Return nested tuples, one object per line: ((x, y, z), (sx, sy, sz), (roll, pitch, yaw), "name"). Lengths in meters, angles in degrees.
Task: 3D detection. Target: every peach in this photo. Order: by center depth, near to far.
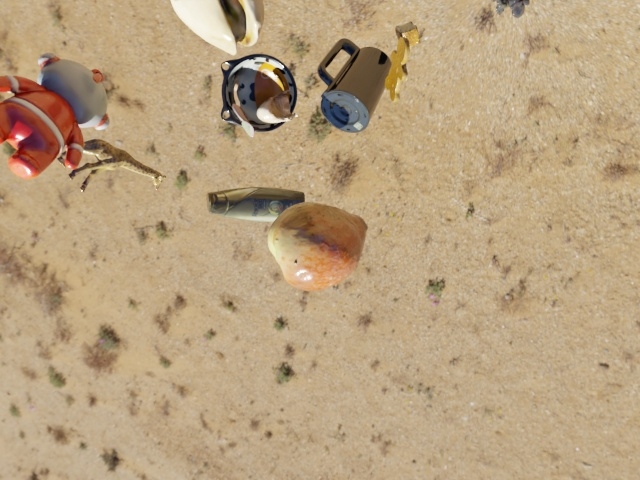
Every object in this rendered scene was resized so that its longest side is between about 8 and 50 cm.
((0.000, 0.000, 1.010), (0.233, 0.232, 0.232), (11, 122, 17), "peach")

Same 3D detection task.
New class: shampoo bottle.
((-0.231, -0.132, 1.612), (0.350, 0.084, 0.125), (1, 100, -25), "shampoo bottle")

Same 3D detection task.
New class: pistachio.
((-0.237, -0.551, 1.018), (0.318, 0.194, 0.214), (61, 170, 23), "pistachio")

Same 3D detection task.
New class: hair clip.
((-0.197, -0.309, 1.154), (0.022, 0.137, 0.054), (-31, 82, -2), "hair clip")

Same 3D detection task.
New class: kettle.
((0.126, -0.617, 1.779), (0.262, 0.308, 0.203), (22, 153, 10), "kettle")

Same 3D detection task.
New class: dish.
((-0.235, -0.549, 1.666), (0.303, 0.120, 0.302), (-5, 112, -12), "dish")

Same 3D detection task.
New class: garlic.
((-0.157, -0.463, 1.565), (0.124, 0.174, 0.099), (-4, 113, 23), "garlic")

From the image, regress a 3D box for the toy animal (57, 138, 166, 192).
((-0.582, -0.211, 1.260), (0.054, 0.276, 0.149), (27, 120, 58), "toy animal")

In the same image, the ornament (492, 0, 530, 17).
((0.463, -0.605, 0.914), (0.251, 0.106, 0.260), (-15, 118, -15), "ornament")

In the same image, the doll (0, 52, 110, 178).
((-0.524, -0.264, 0.884), (0.105, 0.336, 0.199), (-17, 129, 26), "doll")

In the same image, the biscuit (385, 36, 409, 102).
((0.258, -0.562, 1.461), (0.031, 0.138, 0.205), (-6, 143, -10), "biscuit")

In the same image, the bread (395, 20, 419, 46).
((0.339, -0.806, 1.755), (0.077, 0.083, 0.070), (-22, 135, -1), "bread")
